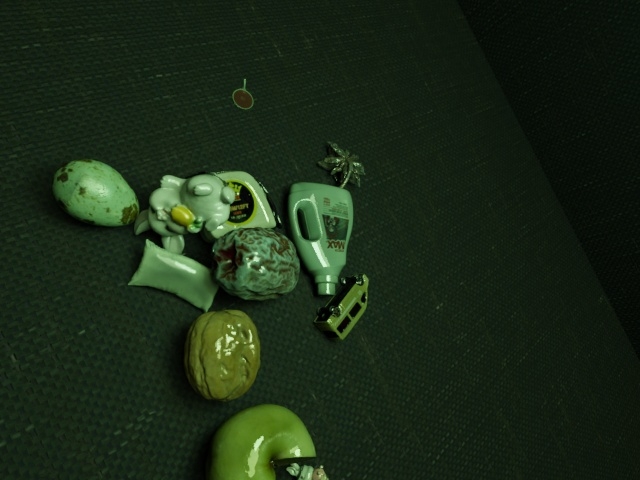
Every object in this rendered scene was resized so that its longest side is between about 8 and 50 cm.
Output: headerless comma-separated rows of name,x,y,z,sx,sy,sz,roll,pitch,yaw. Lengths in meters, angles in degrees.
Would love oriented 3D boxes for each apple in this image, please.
apple,-0.181,0.577,1.191,0.295,0.258,0.233,-25,88,-39

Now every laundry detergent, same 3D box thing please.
laundry detergent,0.000,0.000,1.575,0.264,0.124,0.398,9,72,-32

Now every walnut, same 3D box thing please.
walnut,-0.272,0.326,1.239,0.224,0.257,0.257,2,71,-65

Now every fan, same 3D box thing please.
fan,-0.288,-0.550,1.635,0.085,0.005,0.133,12,69,-28

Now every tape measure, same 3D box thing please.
tape measure,-0.278,-0.123,1.434,0.271,0.133,0.231,-14,90,-34

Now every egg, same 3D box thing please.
egg,-0.609,-0.123,1.198,0.231,0.169,0.169,35,58,-34

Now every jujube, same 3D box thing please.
jujube,-0.190,0.070,1.330,0.317,0.226,0.226,23,59,-61

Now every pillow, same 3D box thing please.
pillow,-0.421,0.112,1.288,0.254,0.078,0.144,27,99,-24

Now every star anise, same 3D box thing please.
star anise,0.092,-0.290,1.734,0.209,0.089,0.231,-3,59,-27

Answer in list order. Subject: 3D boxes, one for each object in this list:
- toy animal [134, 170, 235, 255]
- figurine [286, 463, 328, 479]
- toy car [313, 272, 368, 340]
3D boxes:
toy animal,-0.390,-0.081,1.250,0.208,0.325,0.154,41,36,-14
figurine,-0.025,0.725,1.350,0.098,0.081,0.146,-36,96,2
toy car,0.093,0.234,1.569,0.124,0.101,0.257,52,57,-14
